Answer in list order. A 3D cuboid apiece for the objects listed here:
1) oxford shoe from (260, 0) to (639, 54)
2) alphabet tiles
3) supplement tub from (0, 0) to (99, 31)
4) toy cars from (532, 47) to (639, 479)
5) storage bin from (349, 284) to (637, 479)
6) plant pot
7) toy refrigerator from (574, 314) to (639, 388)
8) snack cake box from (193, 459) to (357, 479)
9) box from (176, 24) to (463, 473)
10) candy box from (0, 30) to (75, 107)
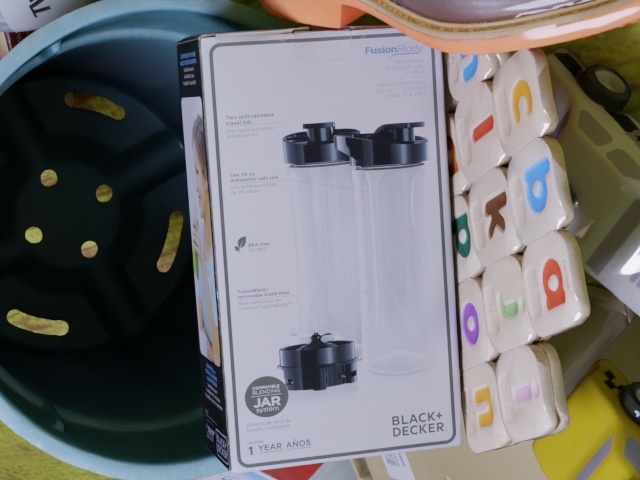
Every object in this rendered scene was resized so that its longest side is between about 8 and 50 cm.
[{"bbox_3d":[0.080,-0.197,0.983,0.363,0.130,0.133,11,126,42],"label":"oxford shoe"},{"bbox_3d":[0.107,-0.007,1.078,0.278,0.021,0.284,138,126,-70],"label":"alphabet tiles"},{"bbox_3d":[-0.239,-0.322,1.101,0.207,0.207,0.338,27,155,30],"label":"supplement tub"},{"bbox_3d":[0.187,0.070,1.045,0.176,0.087,0.394,-5,95,43],"label":"toy cars"},{"bbox_3d":[0.136,0.154,1.314,0.260,0.123,0.262,15,137,42],"label":"storage bin"},{"bbox_3d":[-0.163,-0.013,1.286,0.341,0.341,0.334,57,164,-16],"label":"plant pot"},{"bbox_3d":[0.271,0.184,1.201,0.094,0.102,0.270,14,136,43],"label":"toy refrigerator"},{"bbox_3d":[-0.055,0.169,1.535,0.264,0.152,0.089,20,140,38],"label":"snack cake box"},{"bbox_3d":[0.000,0.000,1.117,0.087,0.169,0.290,-162,67,-75],"label":"box"},{"bbox_3d":[-0.397,-0.198,1.514,0.316,0.088,0.183,11,136,17],"label":"candy box"}]
